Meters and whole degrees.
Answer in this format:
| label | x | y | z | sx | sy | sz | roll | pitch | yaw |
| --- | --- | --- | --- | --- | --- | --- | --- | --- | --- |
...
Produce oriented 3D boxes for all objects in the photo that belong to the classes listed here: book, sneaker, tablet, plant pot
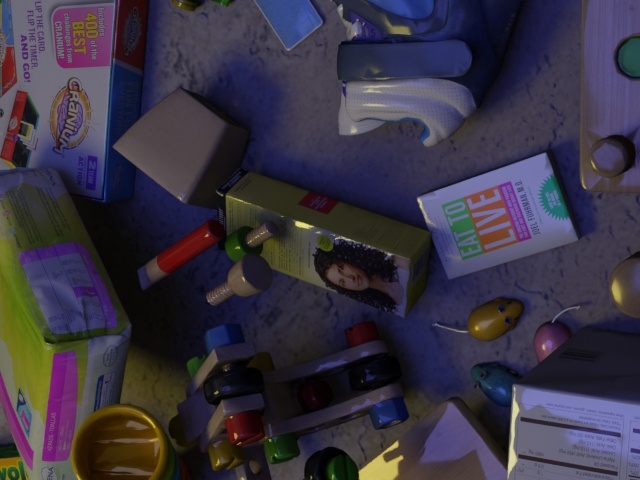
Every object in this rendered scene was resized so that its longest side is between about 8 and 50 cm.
| label | x | y | z | sx | sy | sz | roll | pitch | yaw |
| --- | --- | --- | --- | --- | --- | --- | --- | --- | --- |
| book | 0.184 | -0.025 | 1.308 | 0.144 | 0.035 | 0.096 | -19 | 93 | 24 |
| sneaker | 0.032 | -0.230 | 1.288 | 0.323 | 0.130 | 0.236 | 29 | 104 | 12 |
| tablet | -0.037 | -0.255 | 1.385 | 0.054 | 0.006 | 0.083 | -36 | 83 | 24 |
| plant pot | -0.142 | -0.106 | 1.406 | 0.109 | 0.109 | 0.096 | 38 | 98 | 15 |

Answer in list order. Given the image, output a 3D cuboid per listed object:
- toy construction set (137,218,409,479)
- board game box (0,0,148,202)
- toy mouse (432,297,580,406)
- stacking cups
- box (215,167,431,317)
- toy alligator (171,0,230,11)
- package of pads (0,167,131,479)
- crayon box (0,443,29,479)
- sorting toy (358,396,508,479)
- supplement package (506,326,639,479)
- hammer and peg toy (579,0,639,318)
| label | x | y | z | sx | sy | sz | roll | pitch | yaw |
| --- | --- | --- | --- | --- | --- | --- | --- | --- | --- |
| toy construction set | -0.091 | 0.146 | 1.333 | 0.237 | 0.257 | 0.309 | -30 | 93 | 42 |
| board game box | -0.363 | -0.188 | 1.509 | 0.316 | 0.064 | 0.242 | 11 | 102 | 22 |
| toy mouse | 0.208 | 0.127 | 1.317 | 0.161 | 0.031 | 0.143 | -24 | 88 | 25 |
| stacking cups | -0.187 | 0.244 | 1.371 | 0.096 | 0.316 | 0.096 | -1 | 75 | 2 |
| box | 0.000 | 0.000 | 1.362 | 0.232 | 0.058 | 0.087 | 19 | 132 | 22 |
| toy alligator | -0.185 | -0.307 | 1.418 | 0.190 | 0.051 | 0.056 | 31 | 108 | 17 |
| package of pads | -0.305 | 0.085 | 1.397 | 0.296 | 0.101 | 0.229 | 56 | 143 | 42 |
| crayon box | -0.347 | 0.334 | 1.554 | 0.278 | 0.081 | 0.165 | -11 | 92 | 32 |
| sorting toy | 0.139 | 0.330 | 1.346 | 0.257 | 0.089 | 0.255 | -43 | 80 | 24 |
| supplement package | 0.301 | 0.183 | 1.156 | 0.204 | 0.262 | 0.145 | 6 | 99 | 24 |
| hammer and peg toy | 0.371 | -0.113 | 1.157 | 0.266 | 0.127 | 0.361 | 1 | 98 | 22 |
